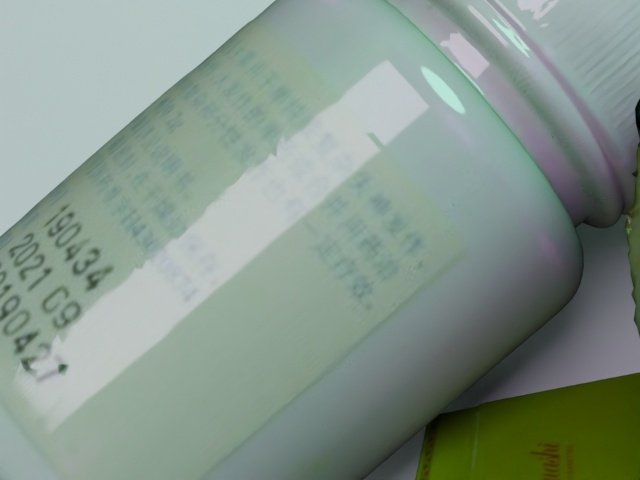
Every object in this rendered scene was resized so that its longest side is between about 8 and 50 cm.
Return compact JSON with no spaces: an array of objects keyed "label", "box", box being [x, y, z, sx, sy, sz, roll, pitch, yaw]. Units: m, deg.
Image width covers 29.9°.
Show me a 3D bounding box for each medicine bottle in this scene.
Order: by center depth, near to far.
[{"label":"medicine bottle","box":[0.000,0.000,0.606,0.379,0.213,0.213,-40,56,0]}]

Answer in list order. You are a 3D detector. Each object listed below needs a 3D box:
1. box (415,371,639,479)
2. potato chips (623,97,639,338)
[{"label":"box","box":[0.199,0.102,0.501,0.335,0.047,0.187,-13,18,16]},{"label":"potato chips","box":[0.299,-0.021,0.450,0.359,0.070,0.429,10,41,6]}]
